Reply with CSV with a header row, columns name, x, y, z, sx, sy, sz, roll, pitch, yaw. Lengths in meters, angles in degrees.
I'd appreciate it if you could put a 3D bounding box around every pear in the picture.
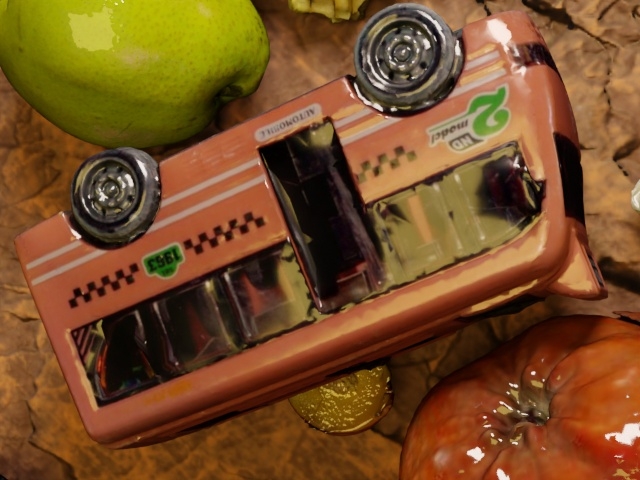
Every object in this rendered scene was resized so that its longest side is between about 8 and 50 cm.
name,x,y,z,sx,sy,sz,roll,pitch,yaw
pear,-0.154,-0.165,0.905,0.219,0.187,0.187,22,102,-9

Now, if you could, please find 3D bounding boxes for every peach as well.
name,x,y,z,sx,sy,sz,roll,pitch,yaw
peach,0.020,0.124,0.957,0.098,0.061,0.098,-2,74,7

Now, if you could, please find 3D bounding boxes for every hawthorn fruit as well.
name,x,y,z,sx,sy,sz,roll,pitch,yaw
hawthorn fruit,0.216,0.219,0.833,0.276,0.276,0.307,-30,106,15

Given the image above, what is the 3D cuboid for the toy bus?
name,x,y,z,sx,sy,sz,roll,pitch,yaw
toy bus,0.000,0.000,0.852,0.427,0.203,0.233,-23,80,16

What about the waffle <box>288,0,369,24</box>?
name,x,y,z,sx,sy,sz,roll,pitch,yaw
waffle,-0.002,-0.311,0.880,0.254,0.052,0.245,33,101,-12

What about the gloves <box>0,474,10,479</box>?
name,x,y,z,sx,sy,sz,roll,pitch,yaw
gloves,-0.289,0.305,1.049,0.129,0.106,0.181,-17,122,16

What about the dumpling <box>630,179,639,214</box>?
name,x,y,z,sx,sy,sz,roll,pitch,yaw
dumpling,0.289,-0.036,0.884,0.077,0.043,0.059,13,78,15
